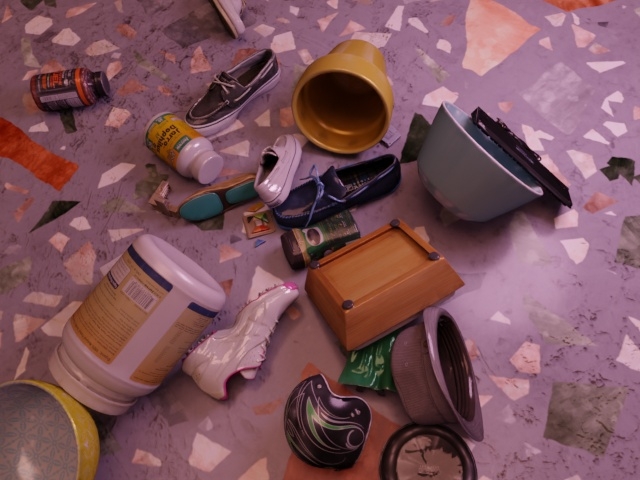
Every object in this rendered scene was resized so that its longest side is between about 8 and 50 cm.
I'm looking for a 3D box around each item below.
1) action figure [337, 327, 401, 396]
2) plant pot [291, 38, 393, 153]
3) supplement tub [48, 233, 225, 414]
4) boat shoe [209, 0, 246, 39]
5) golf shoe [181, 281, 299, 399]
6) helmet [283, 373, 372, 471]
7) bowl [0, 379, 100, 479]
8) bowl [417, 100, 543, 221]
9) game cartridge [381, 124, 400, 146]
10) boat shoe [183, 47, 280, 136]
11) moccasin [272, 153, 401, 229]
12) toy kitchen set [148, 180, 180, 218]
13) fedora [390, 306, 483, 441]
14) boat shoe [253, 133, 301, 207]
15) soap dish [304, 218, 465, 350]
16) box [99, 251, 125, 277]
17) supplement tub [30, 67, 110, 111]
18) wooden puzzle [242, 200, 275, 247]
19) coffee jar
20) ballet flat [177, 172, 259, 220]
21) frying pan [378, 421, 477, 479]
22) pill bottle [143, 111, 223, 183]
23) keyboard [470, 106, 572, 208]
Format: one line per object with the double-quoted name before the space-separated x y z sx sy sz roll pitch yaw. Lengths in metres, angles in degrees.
"action figure" 0.129 0.219 1.209 0.137 0.064 0.232 10 58 10
"plant pot" 0.075 -0.398 1.445 0.253 0.254 0.239 10 49 9
"supplement tub" -0.374 0.171 1.132 0.228 0.228 0.316 39 88 21
"boat shoe" -0.287 -0.751 1.712 0.103 0.113 0.303 -26 63 -4
"golf shoe" -0.151 0.219 1.210 0.306 0.115 0.140 -40 75 -8
"helmet" 0.005 0.357 1.089 0.161 0.169 0.170 21 64 -5
"bowl" -0.537 0.413 1.078 0.289 0.156 0.290 -2 82 17
"bowl" 0.349 -0.162 1.293 0.163 0.311 0.312 -49 63 25
"game cartridge" 0.175 -0.294 1.500 0.056 0.017 0.083 -42 68 -13
"boat shoe" -0.254 -0.426 1.536 0.121 0.119 0.335 38 71 20
"moccasin" 0.035 -0.142 1.371 0.341 0.117 0.138 -26 63 -9
"toy kitchen set" -0.389 -0.113 1.409 0.083 0.068 0.075 20 65 13
"fedora" 0.224 0.272 1.110 0.124 0.243 0.276 -22 52 25
"boat shoe" -0.111 -0.199 1.391 0.095 0.084 0.258 -26 38 26
"soap dish" 0.127 0.085 1.207 0.290 0.118 0.229 -28 38 -10
"box" -0.440 0.097 1.284 0.087 0.101 0.102 -34 65 -13
"supplement tub" -0.712 -0.435 1.577 0.197 0.106 0.106 -10 62 -2
"wooden puzzle" -0.157 -0.043 1.390 0.078 0.014 0.116 -23 64 -8
"coffee jar" 0.000 0.000 1.321 0.184 0.079 0.096 -19 66 -8
"ballet flat" -0.254 -0.114 1.412 0.232 0.080 0.073 -19 35 -9
"frying pan" 0.186 0.507 1.067 0.197 0.053 0.326 22 63 15
"pill bottle" -0.357 -0.239 1.445 0.208 0.118 0.117 38 71 20
"keyboard" 0.492 -0.213 1.357 0.317 0.033 0.201 41 32 -5
